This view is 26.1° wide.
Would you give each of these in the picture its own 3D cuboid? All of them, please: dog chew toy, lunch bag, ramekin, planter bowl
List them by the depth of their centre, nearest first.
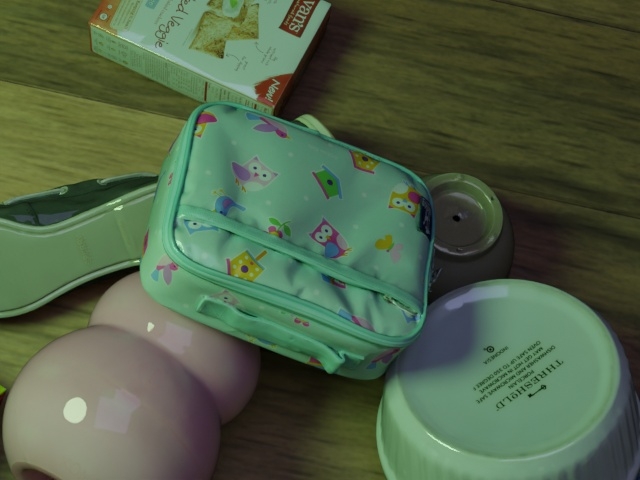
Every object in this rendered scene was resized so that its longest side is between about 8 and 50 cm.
[{"bbox_3d":[-0.021,0.004,1.302,0.279,0.108,0.224,21,48,-14],"label":"lunch bag"},{"bbox_3d":[-0.154,0.123,1.339,0.207,0.206,0.332,31,58,7],"label":"dog chew toy"},{"bbox_3d":[0.182,0.157,1.350,0.273,0.127,0.273,-5,49,6],"label":"ramekin"},{"bbox_3d":[0.136,-0.007,1.474,0.162,0.109,0.162,3,65,-6],"label":"planter bowl"}]

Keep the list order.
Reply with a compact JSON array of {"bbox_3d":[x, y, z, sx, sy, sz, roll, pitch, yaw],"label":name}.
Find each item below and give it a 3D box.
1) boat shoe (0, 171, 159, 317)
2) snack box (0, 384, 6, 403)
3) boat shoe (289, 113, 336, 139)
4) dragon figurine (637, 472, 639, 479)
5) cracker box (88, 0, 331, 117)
[{"bbox_3d":[-0.279,0.003,1.438,0.335,0.095,0.112,-14,104,-9],"label":"boat shoe"},{"bbox_3d":[-0.432,0.156,1.297,0.174,0.070,0.207,36,33,12],"label":"snack box"},{"bbox_3d":[0.000,0.000,1.459,0.092,0.103,0.285,-14,74,-18],"label":"boat shoe"},{"bbox_3d":[0.350,0.298,1.376,0.289,0.085,0.144,34,69,13],"label":"dragon figurine"},{"bbox_3d":[-0.124,-0.242,1.568,0.232,0.067,0.155,25,66,3],"label":"cracker box"}]
